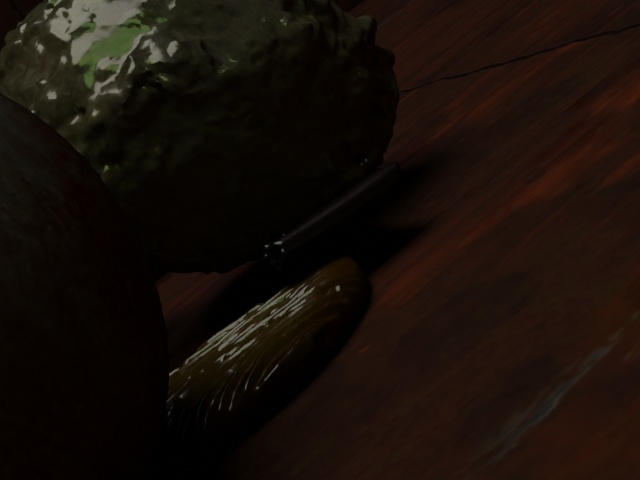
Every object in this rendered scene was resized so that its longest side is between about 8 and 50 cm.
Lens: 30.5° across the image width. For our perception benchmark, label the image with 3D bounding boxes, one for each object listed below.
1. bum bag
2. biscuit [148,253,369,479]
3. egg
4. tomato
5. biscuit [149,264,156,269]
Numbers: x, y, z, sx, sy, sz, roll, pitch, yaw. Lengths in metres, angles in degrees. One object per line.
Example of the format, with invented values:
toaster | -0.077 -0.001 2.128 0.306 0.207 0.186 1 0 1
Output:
bum bag | 0.000 0.000 0.826 0.109 0.026 0.159 -35 -5 -16
biscuit | -0.058 0.080 0.720 0.176 0.031 0.228 -23 18 44
egg | -0.098 -0.105 0.920 0.310 0.279 0.279 -6 4 -15
tomato | -0.229 0.069 0.582 0.317 0.283 0.316 -41 29 29
biscuit | -0.104 -0.025 1.266 0.205 0.031 0.138 -25 20 48
